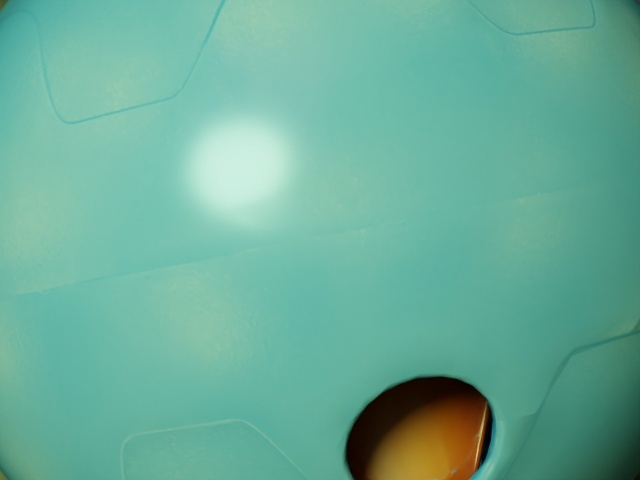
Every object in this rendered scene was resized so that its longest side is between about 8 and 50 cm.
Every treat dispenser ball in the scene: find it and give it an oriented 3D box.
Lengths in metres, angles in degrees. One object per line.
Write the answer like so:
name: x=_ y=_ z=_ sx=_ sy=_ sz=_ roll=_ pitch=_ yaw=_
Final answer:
treat dispenser ball: x=0.000 y=0.000 z=0.578 sx=0.288 sy=0.288 sz=0.288 roll=-9 pitch=50 yaw=11

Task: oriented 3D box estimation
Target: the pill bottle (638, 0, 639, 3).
pill bottle: x=0.104 y=-0.178 z=0.679 sx=0.302 sy=0.169 sz=0.169 roll=18 pitch=59 yaw=17
